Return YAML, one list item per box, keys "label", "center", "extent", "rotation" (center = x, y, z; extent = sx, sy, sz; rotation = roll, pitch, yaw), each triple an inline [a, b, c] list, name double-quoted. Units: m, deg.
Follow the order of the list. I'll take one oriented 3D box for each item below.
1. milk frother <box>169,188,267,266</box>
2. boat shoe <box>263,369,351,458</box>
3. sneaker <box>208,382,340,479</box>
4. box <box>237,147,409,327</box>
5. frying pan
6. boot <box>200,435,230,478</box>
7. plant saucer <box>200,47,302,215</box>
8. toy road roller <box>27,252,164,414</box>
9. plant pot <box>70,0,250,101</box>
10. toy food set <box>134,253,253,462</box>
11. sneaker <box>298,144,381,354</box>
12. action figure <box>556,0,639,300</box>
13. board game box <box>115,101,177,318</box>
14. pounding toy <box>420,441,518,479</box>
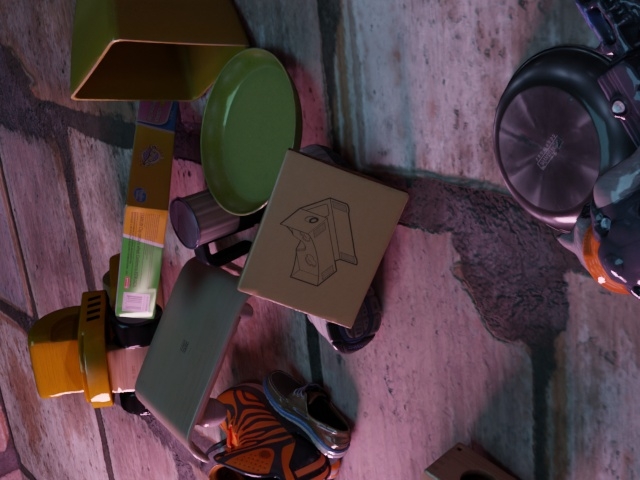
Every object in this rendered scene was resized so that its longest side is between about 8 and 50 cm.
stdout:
- label: "milk frother"
  center: [-0.132, -0.030, 1.375]
  extent: [0.143, 0.135, 0.129]
  rotation: [-15, 97, 56]
- label: "boat shoe"
  center: [-0.016, 0.260, 1.432]
  extent: [0.183, 0.066, 0.066]
  rotation: [38, 131, 24]
- label: "sneaker"
  center: [-0.131, 0.345, 1.520]
  extent: [0.321, 0.180, 0.124]
  rotation: [13, 117, 51]
- label: "box"
  center: [0.000, 0.000, 1.157]
  extent: [0.021, 0.165, 0.201]
  rotation: [-94, 24, -69]
- label: "frying pan"
  center: [0.269, -0.038, 0.905]
  extent: [0.197, 0.053, 0.326]
  rotation: [-30, 78, 56]
- label: "boot"
  center: [-0.129, 0.453, 1.629]
  extent: [0.222, 0.118, 0.338]
  rotation: [64, 146, 12]
- label: "plant saucer"
  center: [-0.096, -0.155, 1.301]
  extent: [0.241, 0.037, 0.240]
  rotation: [-6, 83, 51]
- label: "toy road roller"
  center: [-0.413, 0.177, 1.693]
  extent: [0.329, 0.241, 0.202]
  rotation: [-114, 21, -62]
- label: "plant pot"
  center: [-0.258, -0.336, 1.351]
  extent: [0.212, 0.212, 0.187]
  rotation: [-28, 71, 55]
- label: "toy food set"
  center: [-0.190, 0.186, 1.505]
  extent: [0.220, 0.092, 0.306]
  rotation: [24, 92, 54]
- label: "sneaker"
  center: [-0.005, 0.012, 1.253]
  extent: [0.129, 0.111, 0.297]
  rotation: [18, 120, 56]
- label: "action figure"
  center: [0.284, -0.065, 0.706]
  extent: [0.341, 0.179, 0.330]
  rotation: [58, 156, 11]
- label: "board game box"
  center: [-0.286, -0.067, 1.489]
  extent: [0.316, 0.064, 0.242]
  rotation: [-96, 16, -46]
- label: "pounding toy"
  center: [0.228, 0.346, 1.116]
  extent: [0.206, 0.094, 0.181]
  rotation: [30, 125, 31]
